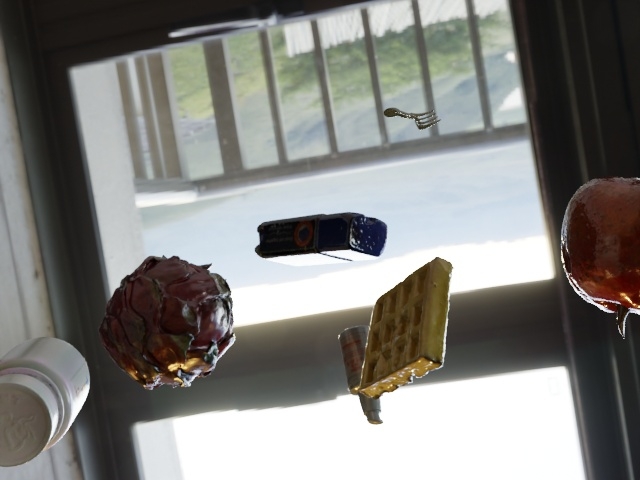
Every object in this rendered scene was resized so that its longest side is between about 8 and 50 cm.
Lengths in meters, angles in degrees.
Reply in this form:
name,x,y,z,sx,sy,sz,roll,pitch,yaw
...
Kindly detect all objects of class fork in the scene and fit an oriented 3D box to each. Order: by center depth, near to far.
name,x,y,z,sx,sy,sz,roll,pitch,yaw
fork,0.151,-0.221,1.466,0.028,0.034,0.219,-47,-160,-4

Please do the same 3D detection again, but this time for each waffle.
name,x,y,z,sx,sy,sz,roll,pitch,yaw
waffle,0.164,0.172,1.600,0.055,0.221,0.248,23,145,-18

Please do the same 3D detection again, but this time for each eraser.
name,x,y,z,sx,sy,sz,roll,pitch,yaw
eraser,0.000,0.000,1.972,0.332,0.102,0.155,-4,166,45

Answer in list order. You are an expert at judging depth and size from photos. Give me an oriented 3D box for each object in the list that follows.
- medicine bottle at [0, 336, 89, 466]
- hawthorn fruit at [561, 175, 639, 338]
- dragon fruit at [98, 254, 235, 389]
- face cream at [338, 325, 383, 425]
name,x,y,z,sx,sy,sz,roll,pitch,yaw
medicine bottle,-0.499,0.272,1.411,0.170,0.170,0.293,-10,-174,-7
hawthorn fruit,0.388,0.022,1.037,0.179,0.200,0.179,16,175,2
dragon fruit,-0.357,0.195,1.938,0.329,0.329,0.329,-9,-178,0
face cream,0.114,0.346,2.082,0.101,0.252,0.101,-7,147,-5
